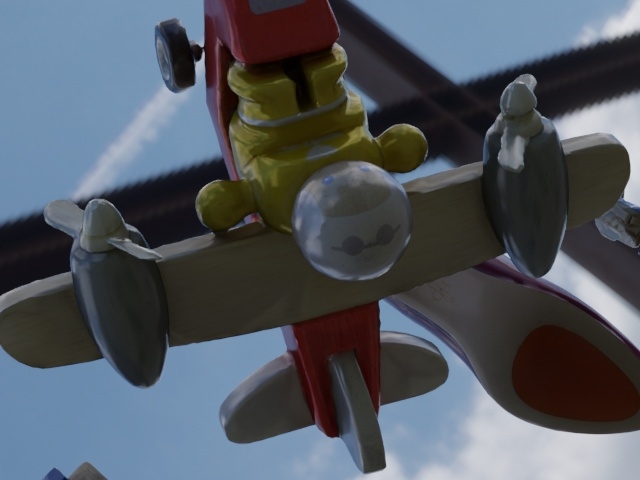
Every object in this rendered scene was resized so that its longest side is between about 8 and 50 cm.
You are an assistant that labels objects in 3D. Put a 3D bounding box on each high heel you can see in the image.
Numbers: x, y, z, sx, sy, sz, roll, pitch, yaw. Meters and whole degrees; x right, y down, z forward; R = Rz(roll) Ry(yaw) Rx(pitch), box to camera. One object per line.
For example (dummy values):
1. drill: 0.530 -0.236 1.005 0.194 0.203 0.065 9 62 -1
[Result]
1. high heel: 0.148 0.043 1.735 0.127 0.377 0.181 -59 3 23

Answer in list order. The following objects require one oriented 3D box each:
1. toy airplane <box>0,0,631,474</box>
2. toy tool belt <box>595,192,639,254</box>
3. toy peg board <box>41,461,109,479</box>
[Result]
1. toy airplane: 0.000 0.000 1.435 0.384 0.272 0.386 32 -92 -16
2. toy tool belt: 0.333 -0.022 2.011 0.051 0.083 0.052 -51 -30 -17
3. toy peg board: -0.210 0.252 1.471 0.160 0.161 0.079 -47 -46 -10
